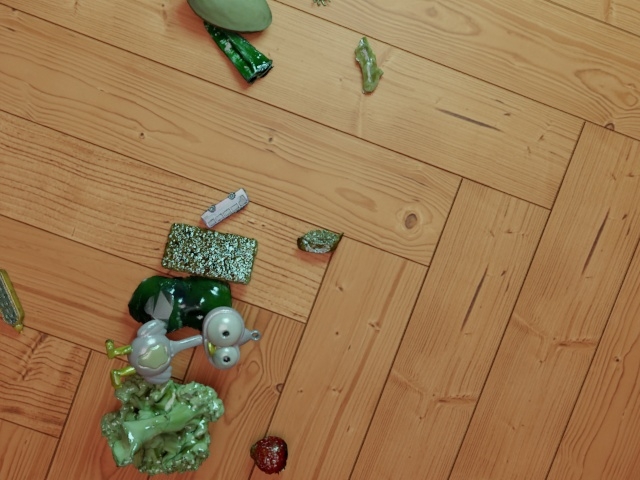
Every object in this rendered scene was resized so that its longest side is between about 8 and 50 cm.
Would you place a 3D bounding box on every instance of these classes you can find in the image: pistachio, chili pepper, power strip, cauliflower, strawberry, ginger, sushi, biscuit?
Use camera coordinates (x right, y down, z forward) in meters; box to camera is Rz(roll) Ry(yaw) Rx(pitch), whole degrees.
[{"bbox_3d":[-0.220,-0.578,1.712,0.226,0.136,0.136,20,93,-26],"label":"pistachio"},{"bbox_3d":[-0.218,-0.500,1.766,0.088,0.059,0.227,-39,88,-17],"label":"chili pepper"},{"bbox_3d":[-0.797,0.156,1.793,0.049,0.028,0.178,-22,95,-2],"label":"power strip"},{"bbox_3d":[-0.399,0.433,1.712,0.327,0.281,0.260,-23,59,4],"label":"cauliflower"},{"bbox_3d":[-0.132,0.551,1.811,0.106,0.106,0.106,0,94,-2],"label":"strawberry"},{"bbox_3d":[0.120,-0.445,1.787,0.057,0.044,0.137,-20,102,-30],"label":"ginger"},{"bbox_3d":[0.000,0.000,1.806,0.120,0.052,0.055,2,109,0],"label":"sushi"},{"bbox_3d":[-0.278,0.033,1.785,0.231,0.025,0.131,11,69,-3],"label":"biscuit"},{"bbox_3d":[-0.353,0.157,1.767,0.264,0.116,0.148,5,90,-3],"label":"chili pepper"}]

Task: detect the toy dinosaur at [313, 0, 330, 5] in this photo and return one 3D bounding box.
[{"bbox_3d":[-0.009,-0.613,1.776,0.113,0.026,0.041,-7,87,-11],"label":"toy dinosaur"}]

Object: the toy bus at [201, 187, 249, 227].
[{"bbox_3d":[-0.241,-0.083,1.796,0.131,0.037,0.052,-33,96,1],"label":"toy bus"}]

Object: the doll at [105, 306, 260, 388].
[{"bbox_3d":[-0.322,0.254,1.690,0.365,0.094,0.160,-9,100,-17],"label":"doll"}]
